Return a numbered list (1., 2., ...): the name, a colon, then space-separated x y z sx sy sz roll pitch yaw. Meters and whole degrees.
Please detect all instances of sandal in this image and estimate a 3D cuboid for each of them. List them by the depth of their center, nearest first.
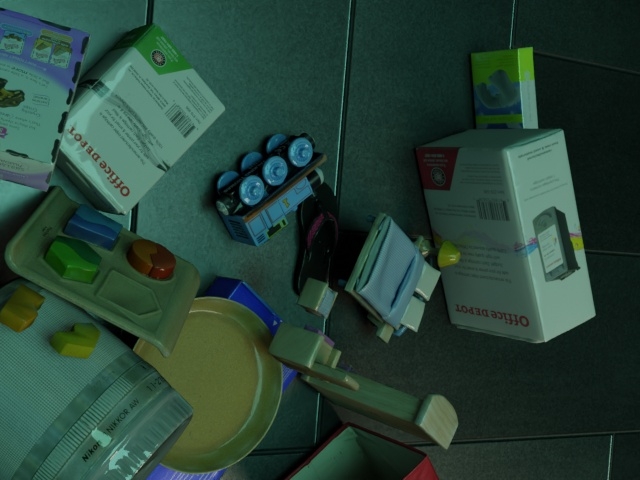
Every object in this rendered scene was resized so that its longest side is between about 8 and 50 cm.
1. sandal: 0.000 0.000 1.693 0.067 0.040 0.179 5 91 -34

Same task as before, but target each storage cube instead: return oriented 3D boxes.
1. storage cube: 0.071 0.417 1.673 0.184 0.215 0.193 -39 119 -26

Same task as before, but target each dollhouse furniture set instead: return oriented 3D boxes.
1. dollhouse furniture set: 0.121 0.098 1.621 0.303 0.198 0.286 -65 151 -14

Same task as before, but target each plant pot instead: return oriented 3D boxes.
1. plant pot: -0.159 0.192 1.515 0.236 0.032 0.236 -1 92 -33

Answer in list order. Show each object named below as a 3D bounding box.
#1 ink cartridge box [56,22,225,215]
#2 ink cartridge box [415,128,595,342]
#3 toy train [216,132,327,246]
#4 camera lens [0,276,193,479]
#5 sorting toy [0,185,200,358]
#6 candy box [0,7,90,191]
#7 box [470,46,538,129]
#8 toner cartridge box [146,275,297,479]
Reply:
1. ink cartridge box: -0.252 -0.156 1.483 0.208 0.087 0.153 -49 117 -21
2. ink cartridge box: 0.287 -0.015 1.775 0.131 0.226 0.306 -22 107 -29
3. toy train: -0.068 -0.077 1.623 0.184 0.080 0.105 -40 123 -26
4. camera lens: -0.317 0.194 1.339 0.274 0.219 0.219 39 69 5
5. sorting toy: -0.261 0.048 1.357 0.229 0.307 0.041 33 113 -9
6. candy box: -0.377 -0.173 1.338 0.165 0.070 0.196 15 60 -13
7. box: 0.299 -0.219 1.837 0.042 0.109 0.178 -12 100 -37
8. toner cartridge box: -0.176 0.234 1.571 0.165 0.075 0.348 48 68 -27
